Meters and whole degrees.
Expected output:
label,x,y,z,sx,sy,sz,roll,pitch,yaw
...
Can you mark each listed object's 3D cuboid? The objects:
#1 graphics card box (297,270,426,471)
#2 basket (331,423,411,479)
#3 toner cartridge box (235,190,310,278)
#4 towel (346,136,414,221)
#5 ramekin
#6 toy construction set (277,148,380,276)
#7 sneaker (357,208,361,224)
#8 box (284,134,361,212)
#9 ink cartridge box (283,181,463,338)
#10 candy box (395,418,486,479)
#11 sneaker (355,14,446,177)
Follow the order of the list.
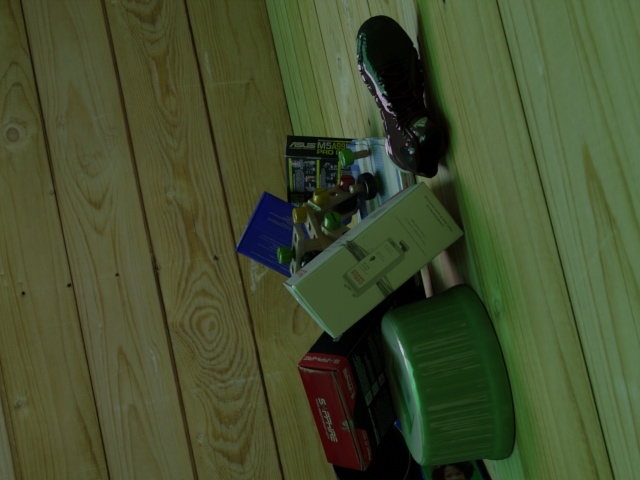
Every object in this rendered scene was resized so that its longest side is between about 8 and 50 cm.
label,x,y,z,sx,sy,sz,roll,pitch,yaw
graphics card box,0.102,0.224,1.702,0.371,0.094,0.233,-48,-50,-46
basket,0.112,0.496,1.783,0.204,0.154,0.227,-107,4,-52
toner cartridge box,-0.020,0.027,2.205,0.165,0.347,0.075,-63,8,2
towel,0.131,-0.117,1.872,0.285,0.034,0.209,-166,65,-71
ramekin,0.206,0.237,1.523,0.303,0.148,0.304,168,90,-84
toy construction set,0.000,0.000,1.912,0.309,0.237,0.258,114,139,-63
sneaker,0.141,0.053,2.081,0.151,0.094,0.256,-120,17,-63
box,0.025,-0.156,2.146,0.270,0.216,0.060,89,-175,-65
ink cartridge box,0.084,0.033,1.548,0.117,0.283,0.207,52,175,-3
candy box,0.246,0.494,1.793,0.317,0.122,0.268,-112,10,-55
sneaker,0.150,-0.230,1.471,0.162,0.106,0.282,-128,16,-66
